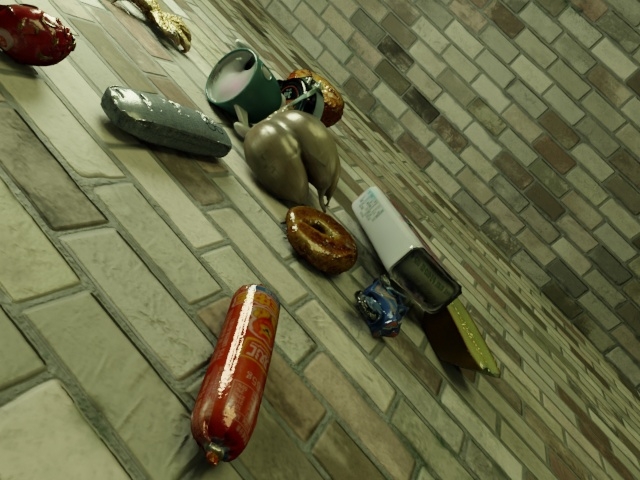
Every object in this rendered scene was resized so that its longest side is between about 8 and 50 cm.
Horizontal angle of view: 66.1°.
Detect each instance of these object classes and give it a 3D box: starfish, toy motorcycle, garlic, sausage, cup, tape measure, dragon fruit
[{"bbox_3d":[-0.453,-0.616,1.345,0.238,0.071,0.216,44,16,16],"label":"starfish"},{"bbox_3d":[0.130,0.138,1.012,0.114,0.076,0.205,56,21,4],"label":"toy motorcycle"},{"bbox_3d":[-0.065,-0.195,1.178,0.291,0.210,0.237,56,-7,10],"label":"garlic"},{"bbox_3d":[-0.099,0.153,0.587,0.074,0.074,0.274,38,24,-15],"label":"sausage"},{"bbox_3d":[-0.179,-0.383,1.283,0.173,0.168,0.299,30,51,-52],"label":"cup"},{"bbox_3d":[-0.073,-0.386,1.441,0.107,0.180,0.182,17,-3,-44],"label":"tape measure"},{"bbox_3d":[-0.490,-0.329,0.769,0.191,0.094,0.094,14,30,-13],"label":"dragon fruit"}]

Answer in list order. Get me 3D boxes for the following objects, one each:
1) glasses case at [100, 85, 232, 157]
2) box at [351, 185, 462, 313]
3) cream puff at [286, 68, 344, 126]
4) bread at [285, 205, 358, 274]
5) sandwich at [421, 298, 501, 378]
[{"bbox_3d":[-0.280,-0.219,0.933,0.109,0.067,0.282,52,22,23],"label":"glasses case"},{"bbox_3d":[0.201,0.014,1.231,0.190,0.112,0.369,41,15,-26],"label":"box"},{"bbox_3d":[-0.029,-0.492,1.731,0.240,0.164,0.240,22,37,-18],"label":"cream puff"},{"bbox_3d":[0.000,0.000,1.044,0.193,0.064,0.193,30,26,-16],"label":"bread"},{"bbox_3d":[0.312,0.222,1.147,0.094,0.096,0.258,23,31,-31],"label":"sandwich"}]
